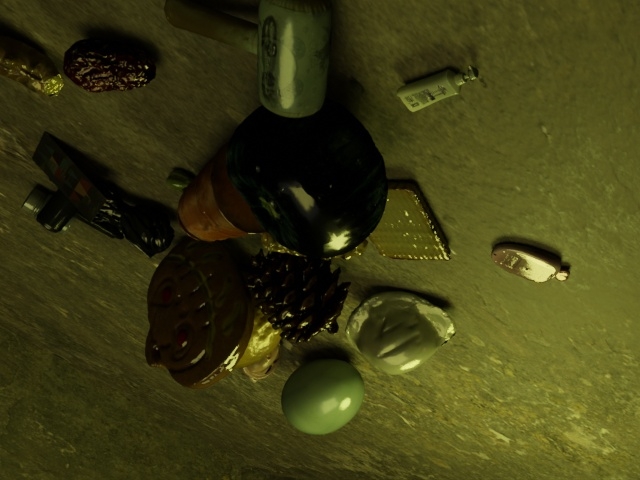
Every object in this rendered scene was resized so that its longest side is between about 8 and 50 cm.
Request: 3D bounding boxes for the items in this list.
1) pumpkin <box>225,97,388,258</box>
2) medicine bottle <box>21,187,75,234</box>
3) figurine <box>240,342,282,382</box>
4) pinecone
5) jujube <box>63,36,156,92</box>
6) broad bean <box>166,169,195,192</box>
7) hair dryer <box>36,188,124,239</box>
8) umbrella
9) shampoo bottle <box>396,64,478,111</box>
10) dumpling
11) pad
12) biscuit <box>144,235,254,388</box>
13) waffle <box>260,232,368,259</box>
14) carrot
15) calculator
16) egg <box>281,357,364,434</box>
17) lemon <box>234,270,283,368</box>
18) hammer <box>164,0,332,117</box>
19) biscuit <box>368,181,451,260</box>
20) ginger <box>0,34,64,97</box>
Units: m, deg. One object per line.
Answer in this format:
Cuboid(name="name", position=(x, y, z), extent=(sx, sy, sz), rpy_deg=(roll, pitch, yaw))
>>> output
Cuboid(name="pumpkin", position=(-0.012, -0.118, 1.314), extent=(0.315, 0.238, 0.315), rpy_deg=(34, 156, 18))
Cuboid(name="medicine bottle", position=(-0.721, -0.080, 1.986), extent=(0.130, 0.080, 0.080), rpy_deg=(32, 149, -22))
Cuboid(name="figurine", position=(-0.221, 0.322, 2.283), extent=(0.186, 0.176, 0.287), rpy_deg=(25, 149, 52))
Cuboid(name="pinecone", position=(-0.053, 0.119, 1.774), extent=(0.272, 0.224, 0.224), rpy_deg=(43, 149, -1))
Cuboid(name="jujube", position=(-0.379, -0.313, 1.350), extent=(0.166, 0.104, 0.104), rpy_deg=(10, 151, 2))
Cuboid(name="broad bean", position=(-0.306, -0.126, 1.682), extent=(0.083, 0.045, 0.063), rpy_deg=(31, 152, -34))
Cuboid(name="hair dryer", position=(-0.622, -0.046, 1.969), extent=(0.070, 0.114, 0.248), rpy_deg=(41, -179, 38))
Cuboid(name="umbrella", position=(-0.517, -0.080, 1.849), extent=(0.340, 0.118, 0.118), rpy_deg=(30, 151, 1))
Cuboid(name="shampoo bottle", position=(0.188, -0.242, 1.175), extent=(0.141, 0.034, 0.049), rpy_deg=(-13, 131, 44))
Cuboid(name="dumpling", position=(0.190, 0.218, 1.880), extent=(0.227, 0.243, 0.175), rpy_deg=(51, -178, -17))
Cuboid(name="pad", position=(-0.602, -0.147, 1.779), extent=(0.211, 0.003, 0.143), rpy_deg=(48, 141, -5))
Cuboid(name="biscuit", position=(-0.323, 0.182, 1.851), extent=(0.070, 0.350, 0.394), rpy_deg=(29, -163, -49))
Cuboid(name="waffle", position=(0.000, -0.001, 1.563), extent=(0.249, 0.056, 0.253), rpy_deg=(6, -174, 30))
Cuboid(name="carrot", position=(-0.203, -0.089, 1.541), extent=(0.196, 0.196, 0.254), rpy_deg=(36, 151, -26))
Cuboid(name="calculator", position=(0.432, 0.050, 1.533), extent=(0.166, 0.024, 0.103), rpy_deg=(20, 151, 2))
Cuboid(name="egg", position=(0.010, 0.487, 2.347), extent=(0.230, 0.230, 0.371), rpy_deg=(29, 146, -15))
Cuboid(name="lemon", position=(-0.236, 0.208, 1.990), extent=(0.285, 0.285, 0.316), rpy_deg=(25, 121, -9))
Cuboid(name="hammer", position=(-0.122, -0.319, 1.160), extent=(0.305, 0.113, 0.202), rpy_deg=(23, 126, 24))
Cuboid(name="biscuit", position=(0.162, -0.037, 1.551), extent=(0.172, 0.029, 0.254), rpy_deg=(1, 146, 31))
Cuboid(name="ginger", position=(-0.598, -0.352, 1.434), extent=(0.205, 0.081, 0.115), rpy_deg=(22, 157, 0))
